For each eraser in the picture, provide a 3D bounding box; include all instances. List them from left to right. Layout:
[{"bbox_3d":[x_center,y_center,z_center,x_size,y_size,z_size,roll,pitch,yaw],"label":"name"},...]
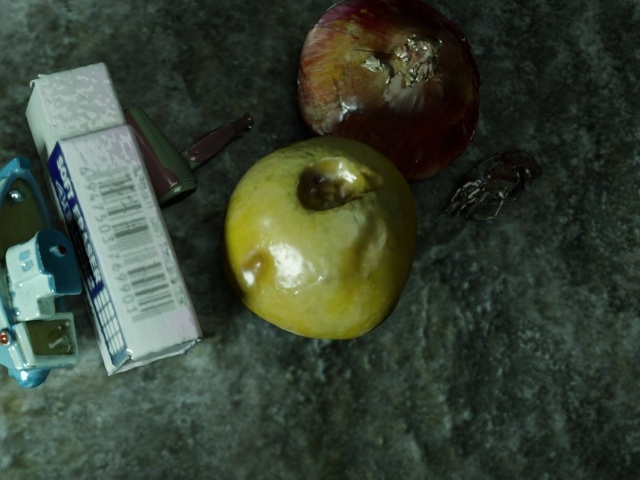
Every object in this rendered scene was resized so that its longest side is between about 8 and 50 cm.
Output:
[{"bbox_3d":[-0.203,-0.020,1.114,0.086,0.130,0.287,-17,83,-21],"label":"eraser"}]

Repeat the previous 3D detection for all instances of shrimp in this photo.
[{"bbox_3d":[0.191,-0.056,1.320,0.165,0.056,0.065,-36,96,-23],"label":"shrimp"}]

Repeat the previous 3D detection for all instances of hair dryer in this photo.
[{"bbox_3d":[-0.135,-0.103,1.216,0.154,0.054,0.106,-23,80,-36],"label":"hair dryer"}]

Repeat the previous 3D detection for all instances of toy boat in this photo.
[{"bbox_3d":[-0.267,0.025,1.077,0.088,0.102,0.215,5,68,-59],"label":"toy boat"}]

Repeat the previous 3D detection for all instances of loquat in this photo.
[{"bbox_3d":[-0.002,-0.005,1.158,0.213,0.213,0.213,6,73,-20],"label":"loquat"}]

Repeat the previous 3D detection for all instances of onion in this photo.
[{"bbox_3d":[0.090,-0.182,1.258,0.230,0.163,0.230,10,63,-20],"label":"onion"}]
